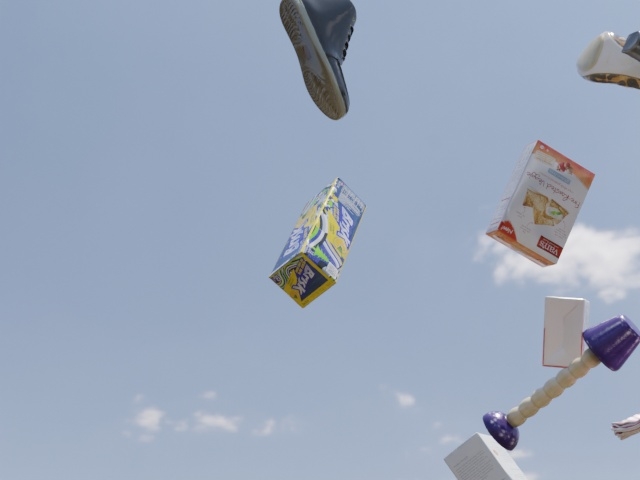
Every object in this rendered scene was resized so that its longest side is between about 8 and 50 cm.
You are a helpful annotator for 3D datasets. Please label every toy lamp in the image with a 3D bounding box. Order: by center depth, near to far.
[{"bbox_3d":[0.374,0.217,1.478,0.274,0.080,0.080,-46,-44,18],"label":"toy lamp"}]

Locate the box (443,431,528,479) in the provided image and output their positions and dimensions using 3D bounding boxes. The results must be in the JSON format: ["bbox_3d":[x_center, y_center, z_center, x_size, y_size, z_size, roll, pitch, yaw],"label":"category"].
[{"bbox_3d":[0.345,0.479,1.904,0.091,0.170,0.130,-42,-29,12],"label":"box"}]

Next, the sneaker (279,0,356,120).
[{"bbox_3d":[0.027,-0.318,1.610,0.118,0.222,0.083,-22,2,-29],"label":"sneaker"}]

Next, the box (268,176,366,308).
[{"bbox_3d":[0.000,0.000,1.091,0.054,0.169,0.059,43,-57,-12],"label":"box"}]

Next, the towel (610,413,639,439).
[{"bbox_3d":[0.542,0.234,1.434,0.197,0.029,0.144,-19,-18,-29],"label":"towel"}]

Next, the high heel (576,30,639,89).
[{"bbox_3d":[0.553,-0.281,1.643,0.186,0.093,0.261,27,0,-11],"label":"high heel"}]

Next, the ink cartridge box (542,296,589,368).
[{"bbox_3d":[0.418,0.156,1.626,0.067,0.115,0.198,2,-5,19],"label":"ink cartridge box"}]

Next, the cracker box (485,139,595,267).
[{"bbox_3d":[0.478,-0.079,2.084,0.156,0.232,0.067,29,-14,-10],"label":"cracker box"}]
